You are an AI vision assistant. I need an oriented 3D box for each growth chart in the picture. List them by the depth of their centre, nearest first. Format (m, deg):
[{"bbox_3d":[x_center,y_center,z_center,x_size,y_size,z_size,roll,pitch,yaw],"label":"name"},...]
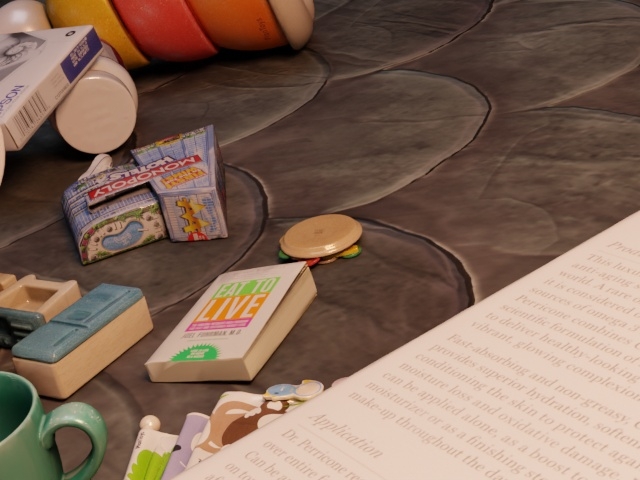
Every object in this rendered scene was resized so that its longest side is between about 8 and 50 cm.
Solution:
[{"bbox_3d":[-0.032,0.146,0.867,0.237,0.021,0.172,-12,24,2],"label":"growth chart"}]

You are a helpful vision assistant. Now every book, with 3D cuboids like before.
[{"bbox_3d":[-0.075,0.072,1.034,0.096,0.035,0.144,-5,27,26],"label":"book"}]

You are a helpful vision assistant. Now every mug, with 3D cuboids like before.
[{"bbox_3d":[-0.234,0.167,0.831,0.157,0.097,0.129,5,30,33],"label":"mug"}]

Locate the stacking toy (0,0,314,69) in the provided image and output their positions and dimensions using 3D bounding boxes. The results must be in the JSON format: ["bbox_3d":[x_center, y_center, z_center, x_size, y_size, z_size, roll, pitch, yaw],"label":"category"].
[{"bbox_3d":[-0.277,-0.365,1.745,0.479,0.351,0.351,-22,25,4],"label":"stacking toy"}]

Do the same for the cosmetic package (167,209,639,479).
[{"bbox_3d":[0.146,0.138,0.624,0.453,0.162,0.230,-27,28,-26],"label":"cosmetic package"}]

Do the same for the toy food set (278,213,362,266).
[{"bbox_3d":[0.000,0.000,1.154,0.083,0.020,0.083,-12,25,2],"label":"toy food set"}]

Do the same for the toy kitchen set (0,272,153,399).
[{"bbox_3d":[-0.281,0.026,1.065,0.207,0.166,0.122,5,30,33],"label":"toy kitchen set"}]

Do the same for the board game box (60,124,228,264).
[{"bbox_3d":[-0.176,-0.046,1.291,0.194,0.060,0.194,-19,25,-12],"label":"board game box"}]

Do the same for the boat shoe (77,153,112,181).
[{"bbox_3d":[-0.259,-0.072,1.427,0.035,0.035,0.100,18,25,2],"label":"boat shoe"}]

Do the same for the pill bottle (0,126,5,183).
[{"bbox_3d":[-0.405,-0.078,1.007,0.283,0.161,0.161,9,33,37],"label":"pill bottle"}]

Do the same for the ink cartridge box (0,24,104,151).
[{"bbox_3d":[-0.409,-0.182,1.475,0.223,0.045,0.223,-3,38,26],"label":"ink cartridge box"}]

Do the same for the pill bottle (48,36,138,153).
[{"bbox_3d":[-0.306,-0.194,1.592,0.121,0.121,0.221,-18,25,-9],"label":"pill bottle"}]
